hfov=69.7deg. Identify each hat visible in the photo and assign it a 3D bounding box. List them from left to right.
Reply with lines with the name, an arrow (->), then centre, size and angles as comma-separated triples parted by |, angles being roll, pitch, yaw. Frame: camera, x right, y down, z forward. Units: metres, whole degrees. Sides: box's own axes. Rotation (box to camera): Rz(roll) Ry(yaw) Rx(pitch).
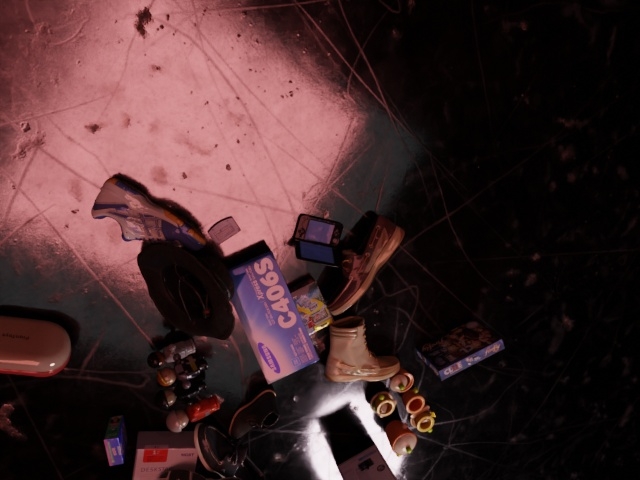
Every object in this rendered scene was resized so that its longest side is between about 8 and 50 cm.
hat -> -0.331, 0.113, 1.245 | 0.134, 0.332, 0.331 | -46, 119, -44

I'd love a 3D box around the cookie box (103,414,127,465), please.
cookie box -> -0.593, 0.579, 1.337 | 0.040, 0.107, 0.091 | -8, 106, -15

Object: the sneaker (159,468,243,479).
sneaker -> -0.343, 0.749, 1.355 | 0.280, 0.107, 0.118 | 8, 146, 2

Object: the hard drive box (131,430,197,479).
hard drive box -> -0.484, 0.712, 1.416 | 0.181, 0.089, 0.231 | 7, 102, -19

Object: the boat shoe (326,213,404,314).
boat shoe -> 0.112, 0.070, 1.418 | 0.123, 0.123, 0.342 | 38, 91, -8

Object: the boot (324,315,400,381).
boot -> 0.146, 0.350, 1.509 | 0.262, 0.095, 0.203 | 0, 103, -14

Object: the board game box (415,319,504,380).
board game box -> 0.471, 0.368, 1.569 | 0.244, 0.165, 0.042 | -23, 109, -10

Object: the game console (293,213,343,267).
game console -> 0.000, 0.000, 1.374 | 0.144, 0.085, 0.124 | 13, 100, -20

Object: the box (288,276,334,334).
box -> -0.092, 0.236, 1.430 | 0.233, 0.044, 0.159 | -27, 109, -8

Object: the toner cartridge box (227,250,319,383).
toner cartridge box -> -0.148, 0.218, 1.339 | 0.165, 0.075, 0.347 | -24, 92, -7

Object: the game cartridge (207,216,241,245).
game cartridge -> -0.278, -0.029, 1.322 | 0.083, 0.017, 0.055 | -33, 114, -6

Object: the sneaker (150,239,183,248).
sneaker -> -0.416, 0.013, 1.279 | 0.098, 0.038, 0.069 | -12, 106, -13

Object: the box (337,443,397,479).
box -> 0.186, 0.844, 1.542 | 0.169, 0.290, 0.087 | -25, 110, -8

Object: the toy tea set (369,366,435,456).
toy tea set -> 0.292, 0.599, 1.586 | 0.200, 0.124, 0.335 | -30, 115, -7

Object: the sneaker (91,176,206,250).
sneaker -> -0.450, -0.039, 1.212 | 0.297, 0.112, 0.130 | 32, 88, -8

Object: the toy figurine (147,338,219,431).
toy figurine -> -0.395, 0.400, 1.293 | 0.148, 0.213, 0.209 | -19, 110, -26

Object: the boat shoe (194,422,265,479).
boat shoe -> -0.272, 0.682, 1.436 | 0.113, 0.127, 0.339 | -19, 113, 10

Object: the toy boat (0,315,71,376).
toy boat -> -0.785, 0.298, 1.208 | 0.231, 0.150, 0.151 | 12, 131, -19

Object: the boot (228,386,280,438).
boot -> -0.210, 0.566, 1.433 | 0.077, 0.137, 0.197 | 36, 93, -22
